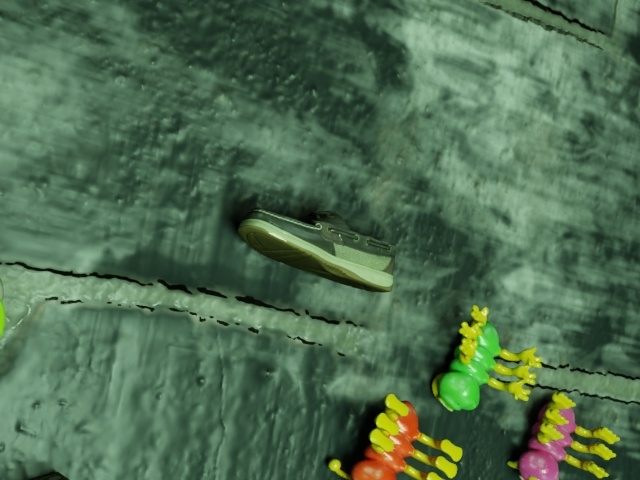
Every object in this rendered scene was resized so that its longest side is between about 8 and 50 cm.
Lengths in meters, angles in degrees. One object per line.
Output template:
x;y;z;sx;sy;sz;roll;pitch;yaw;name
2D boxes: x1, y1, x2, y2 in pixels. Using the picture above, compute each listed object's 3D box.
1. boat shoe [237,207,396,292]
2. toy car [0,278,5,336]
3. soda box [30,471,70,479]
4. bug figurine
0.000;0.000;0.809;0.152;0.056;0.049;25;72;-39;boat shoe
-0.283;0.080;0.586;0.149;0.155;0.188;21;91;-30;toy car
-0.241;0.209;0.651;0.181;0.061;0.058;-14;98;-31;soda box
0.146;0.194;0.884;0.279;0.072;0.216;42;63;-19;bug figurine
